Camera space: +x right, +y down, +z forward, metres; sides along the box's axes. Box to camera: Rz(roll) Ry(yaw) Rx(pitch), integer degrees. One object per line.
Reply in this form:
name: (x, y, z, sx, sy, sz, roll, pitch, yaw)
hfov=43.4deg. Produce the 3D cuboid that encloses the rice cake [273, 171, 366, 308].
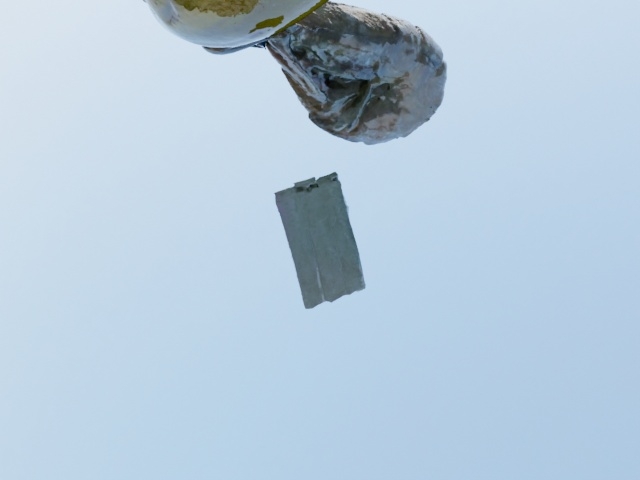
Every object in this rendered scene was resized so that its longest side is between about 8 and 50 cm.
rice cake: (0.000, 0.000, 1.319, 0.124, 0.211, 0.038, -19, -161, 2)

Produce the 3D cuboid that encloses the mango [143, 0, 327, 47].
mango: (-0.028, -0.381, 0.946, 0.445, 0.220, 0.301, -19, -162, 26)

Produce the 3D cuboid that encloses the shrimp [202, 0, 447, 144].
shrimp: (0.013, -0.285, 1.317, 0.221, 0.446, 0.110, -69, -152, 18)
